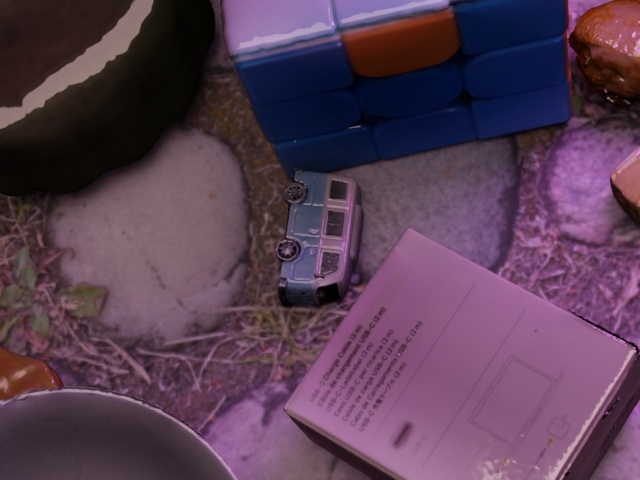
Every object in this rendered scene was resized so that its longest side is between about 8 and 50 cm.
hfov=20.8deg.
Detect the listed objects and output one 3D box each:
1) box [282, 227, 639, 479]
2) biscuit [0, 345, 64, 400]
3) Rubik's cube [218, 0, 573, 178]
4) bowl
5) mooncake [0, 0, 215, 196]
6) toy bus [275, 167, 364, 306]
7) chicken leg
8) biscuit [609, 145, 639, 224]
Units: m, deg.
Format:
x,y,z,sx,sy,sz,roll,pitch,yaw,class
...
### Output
x,y,z,sx,sy,sz,roll,pitch,yaw,class
0.128,0.137,1.520,0.251,0.106,0.203,28,78,24,box
-0.441,0.218,1.627,0.365,0.062,0.385,30,79,17,biscuit
0.060,-0.258,1.585,0.290,0.292,0.291,-12,69,6,Rubik's cube
-0.206,0.308,1.498,0.345,0.157,0.345,-1,74,5,bowl
-0.277,-0.227,1.690,0.351,0.187,0.351,-4,71,12,mooncake
0.000,0.000,1.629,0.075,0.060,0.123,5,70,8,toy bus
0.346,-0.182,1.593,0.251,0.087,0.107,-2,52,25,chicken leg
0.347,-0.094,1.608,0.188,0.052,0.056,-40,57,-7,biscuit
